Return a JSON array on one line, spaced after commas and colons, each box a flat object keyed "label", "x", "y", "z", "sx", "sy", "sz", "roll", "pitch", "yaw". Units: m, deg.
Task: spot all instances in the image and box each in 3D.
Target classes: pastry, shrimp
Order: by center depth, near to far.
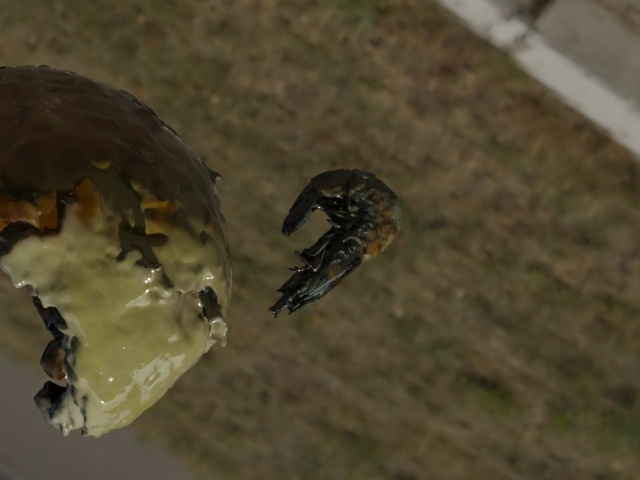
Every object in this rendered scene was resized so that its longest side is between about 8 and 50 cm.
[{"label": "pastry", "x": -0.150, "y": -0.019, "z": 1.345, "sx": 0.256, "sy": 0.170, "sz": 0.237, "roll": -112, "pitch": -3, "yaw": -63}, {"label": "shrimp", "x": 0.000, "y": 0.000, "z": 1.748, "sx": 0.091, "sy": 0.161, "sz": 0.034, "roll": 48, "pitch": 162, "yaw": -5}]
